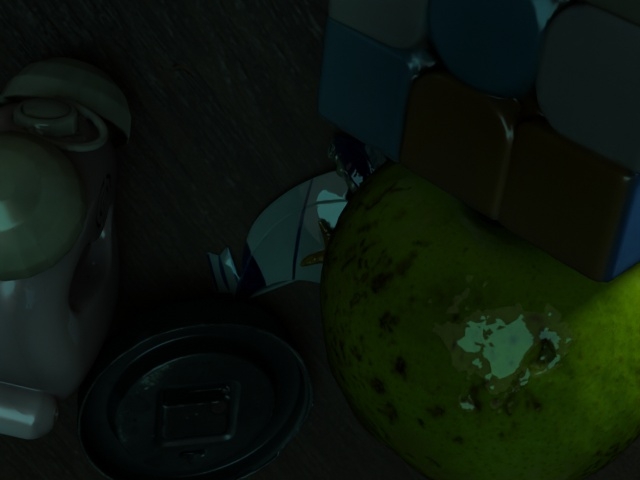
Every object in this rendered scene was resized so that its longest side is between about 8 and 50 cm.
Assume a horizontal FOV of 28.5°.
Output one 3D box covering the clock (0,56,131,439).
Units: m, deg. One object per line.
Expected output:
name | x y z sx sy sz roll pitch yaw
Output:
clock | -0.307 -0.004 1.337 0.184 0.342 0.325 8 119 -5

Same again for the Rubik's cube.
Rubik's cube | 0.240 -0.230 1.095 0.347 0.347 0.344 33 135 30

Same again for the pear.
pear | 0.181 0.087 1.261 0.391 0.391 0.391 2 111 4

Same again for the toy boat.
toy boat | 0.000 0.000 1.470 0.291 0.067 0.220 -19 108 23

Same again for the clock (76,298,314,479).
clock | -0.148 0.187 1.487 0.281 0.055 0.280 -9 129 -12
